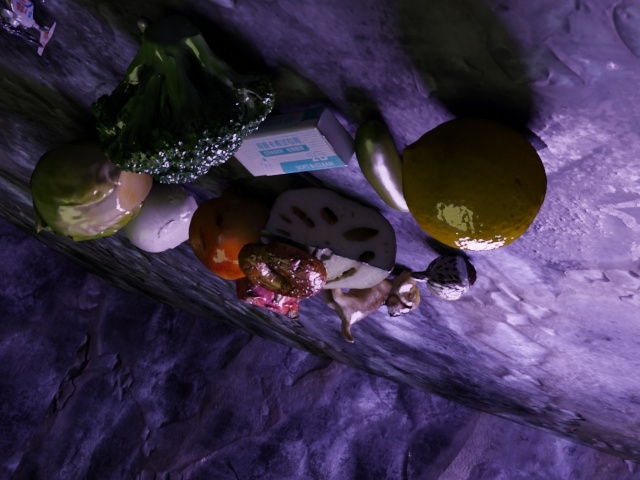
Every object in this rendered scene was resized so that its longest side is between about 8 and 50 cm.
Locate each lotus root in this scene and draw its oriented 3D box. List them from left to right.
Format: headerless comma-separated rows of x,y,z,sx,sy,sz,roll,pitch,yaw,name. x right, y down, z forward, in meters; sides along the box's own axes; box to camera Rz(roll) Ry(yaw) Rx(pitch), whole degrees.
0.009,0.008,1.457,0.267,0.149,0.260,19,159,-3,lotus root

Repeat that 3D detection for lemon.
0.200,-0.077,0.923,0.203,0.178,0.178,27,162,-6,lemon

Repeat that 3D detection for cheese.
-0.407,-0.060,1.749,0.154,0.189,0.198,53,168,16,cheese

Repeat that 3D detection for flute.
-0.096,-0.170,1.288,0.269,0.014,0.014,33,160,-28,flute

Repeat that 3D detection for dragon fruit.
-0.153,0.156,2.093,0.282,0.147,0.211,19,162,18,dragon fruit

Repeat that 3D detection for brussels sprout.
-0.513,-0.122,1.552,0.294,0.259,0.227,2,121,35,brussels sprout

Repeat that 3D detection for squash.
0.107,-0.111,1.116,0.069,0.069,0.258,13,159,30,squash

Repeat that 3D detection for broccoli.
-0.211,-0.202,1.031,0.269,0.261,0.241,43,149,37,broccoli

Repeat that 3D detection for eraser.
-0.054,-0.159,1.129,0.225,0.052,0.095,-1,145,44,eraser

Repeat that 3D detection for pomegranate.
-0.190,-0.011,1.572,0.209,0.209,0.209,21,162,7,pomegranate

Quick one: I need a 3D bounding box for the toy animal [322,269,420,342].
0.121,0.121,1.625,0.168,0.233,0.121,61,154,11,toy animal

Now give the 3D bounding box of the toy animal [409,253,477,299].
0.255,0.070,1.408,0.137,0.098,0.098,12,171,-35,toy animal

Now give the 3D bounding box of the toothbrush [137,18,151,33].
-0.233,-0.267,1.157,0.020,0.025,0.286,15,160,22,toothbrush

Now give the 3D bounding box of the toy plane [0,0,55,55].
-0.477,-0.363,1.104,0.053,0.078,0.197,20,177,3,toy plane

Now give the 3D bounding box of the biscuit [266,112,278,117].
-0.078,-0.191,1.187,0.084,0.023,0.084,22,161,8,biscuit

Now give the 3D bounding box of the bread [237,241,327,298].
-0.076,0.061,1.367,0.193,0.064,0.193,14,157,6,bread
